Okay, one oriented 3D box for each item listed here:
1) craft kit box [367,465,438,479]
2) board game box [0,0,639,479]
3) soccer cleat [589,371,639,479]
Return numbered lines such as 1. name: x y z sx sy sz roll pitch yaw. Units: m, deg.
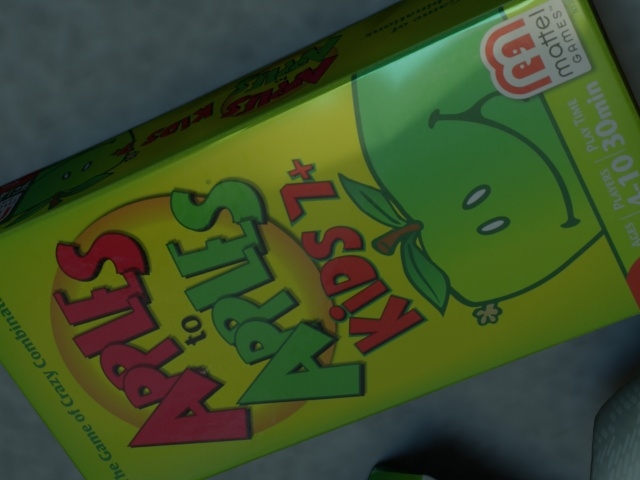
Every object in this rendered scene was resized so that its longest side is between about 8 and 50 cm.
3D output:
1. craft kit box: 0.072 0.233 0.399 0.250 0.061 0.247 30 78 -12
2. board game box: 0.000 0.000 0.367 0.181 0.043 0.092 -23 114 16
3. soccer cleat: 0.221 0.110 0.386 0.331 0.116 0.143 35 138 -16
